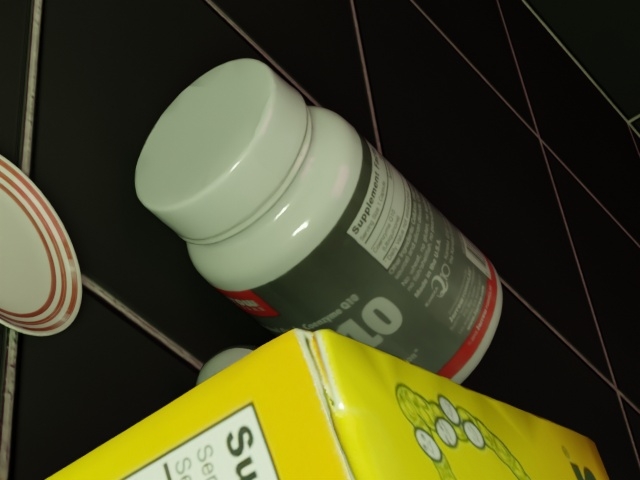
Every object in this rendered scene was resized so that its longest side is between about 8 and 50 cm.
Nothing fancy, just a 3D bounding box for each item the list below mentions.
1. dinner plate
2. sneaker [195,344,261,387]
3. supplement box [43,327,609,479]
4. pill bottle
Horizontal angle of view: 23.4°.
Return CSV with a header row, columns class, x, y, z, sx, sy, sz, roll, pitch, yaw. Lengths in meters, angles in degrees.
class,x,y,z,sx,sy,sz,roll,pitch,yaw
dinner plate,-0.202,-0.001,0.953,0.141,0.017,0.141,46,24,-27
sneaker,-0.041,0.177,0.955,0.145,0.090,0.270,22,43,-59
supplement box,-0.061,0.211,0.508,0.195,0.357,0.194,26,39,-53
pill bottle,0.000,0.000,1.187,0.283,0.161,0.161,41,27,-34
